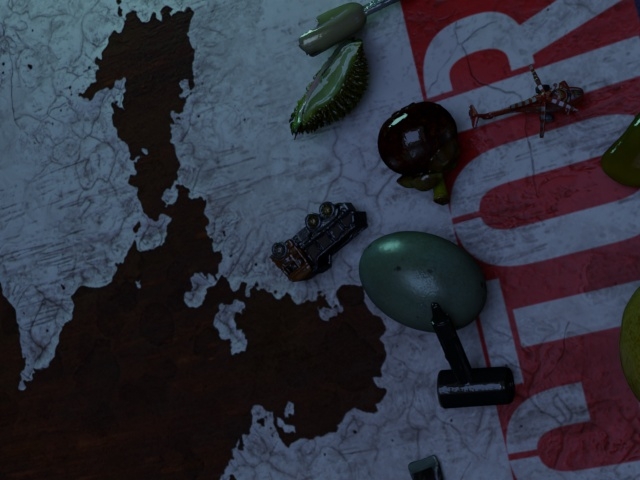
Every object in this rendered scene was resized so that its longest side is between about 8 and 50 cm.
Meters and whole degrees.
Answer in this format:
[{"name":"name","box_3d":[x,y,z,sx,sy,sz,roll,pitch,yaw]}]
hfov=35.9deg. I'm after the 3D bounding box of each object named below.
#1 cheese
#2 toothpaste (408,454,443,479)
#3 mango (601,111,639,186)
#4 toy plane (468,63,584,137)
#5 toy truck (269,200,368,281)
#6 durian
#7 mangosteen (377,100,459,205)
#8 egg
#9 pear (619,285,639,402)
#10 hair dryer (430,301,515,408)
[{"name":"cheese","box_3d":[0.068,-0.424,1.863,0.235,0.127,0.049,-25,112,11]},{"name":"toothpaste","box_3d":[0.217,0.497,1.776,0.062,0.037,0.216,-26,72,23]},{"name":"mango","box_3d":[0.562,-0.160,1.628,0.122,0.085,0.191,41,115,11]},{"name":"toy plane","box_3d":[0.364,-0.226,1.727,0.194,0.077,0.126,-33,71,28]},{"name":"toy truck","box_3d":[0.000,0.000,1.876,0.192,0.083,0.092,-40,77,17]},{"name":"durian","box_3d":[0.024,-0.277,1.874,0.095,0.137,0.220,39,97,-12]},{"name":"mangosteen","box_3d":[0.193,-0.164,1.775,0.181,0.156,0.146,41,78,-8]},{"name":"egg","box_3d":[0.178,0.071,1.741,0.236,0.169,0.169,26,98,25]},{"name":"pear","box_3d":[0.585,0.160,1.511,0.271,0.271,0.271,-1,87,25]},{"name":"hair dryer","box_3d":[0.245,0.195,1.684,0.128,0.255,0.070,-6,43,22]}]
